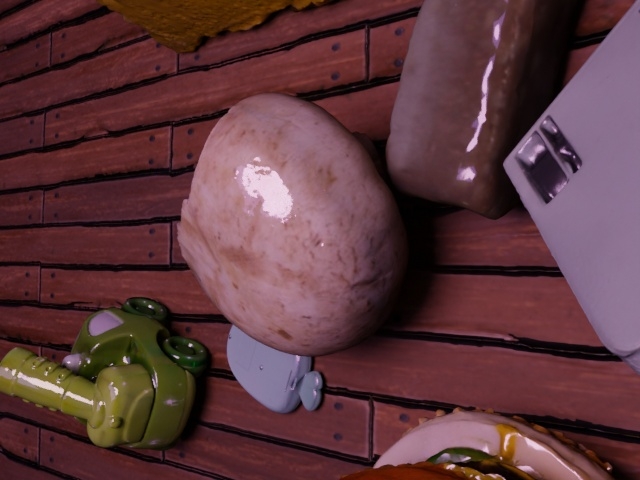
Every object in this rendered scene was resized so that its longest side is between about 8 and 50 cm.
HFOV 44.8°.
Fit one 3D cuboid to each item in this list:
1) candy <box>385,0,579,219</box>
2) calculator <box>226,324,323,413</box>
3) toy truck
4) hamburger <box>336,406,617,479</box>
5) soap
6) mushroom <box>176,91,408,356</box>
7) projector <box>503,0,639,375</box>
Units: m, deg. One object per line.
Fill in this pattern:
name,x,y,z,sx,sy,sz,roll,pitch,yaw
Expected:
candy,0.134,-0.140,0.636,0.104,0.102,0.233,19,102,42
calculator,-0.052,0.134,0.848,0.153,0.021,0.095,28,107,44
toy truck,-0.243,0.168,0.913,0.187,0.211,0.148,28,107,22
hamburger,0.111,0.263,0.551,0.291,0.225,0.290,5,97,40
soap,-0.084,-0.273,0.804,0.338,0.169,0.304,-50,47,30
mushroom,0.000,0.000,0.702,0.189,0.195,0.253,45,150,23
projector,0.237,-0.045,0.469,0.198,0.108,0.250,-54,24,26
